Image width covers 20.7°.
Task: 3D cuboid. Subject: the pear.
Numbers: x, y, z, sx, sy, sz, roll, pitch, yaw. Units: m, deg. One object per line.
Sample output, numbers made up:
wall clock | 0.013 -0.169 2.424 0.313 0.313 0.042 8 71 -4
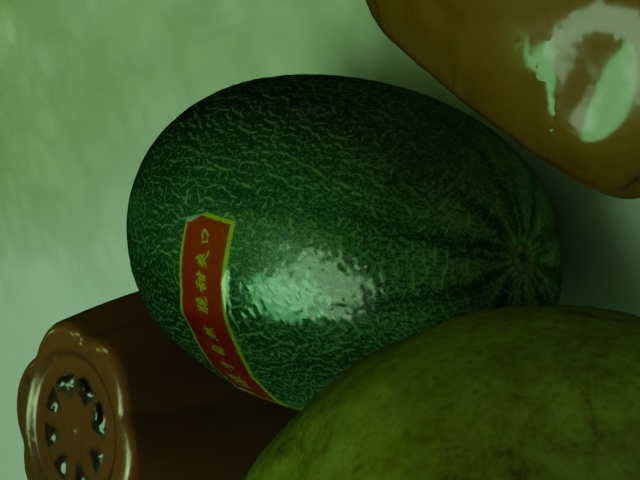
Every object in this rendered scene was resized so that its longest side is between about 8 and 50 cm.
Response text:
pear | 0.109 0.173 0.753 0.304 0.304 0.304 31 131 45

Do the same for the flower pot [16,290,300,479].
flower pot | -0.085 0.112 1.092 0.190 0.173 0.191 6 98 50

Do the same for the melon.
melon | 0.000 0.000 0.934 0.287 0.182 0.182 17 120 50

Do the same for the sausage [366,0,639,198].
sausage | 0.101 -0.119 0.782 0.241 0.120 0.136 39 121 40
